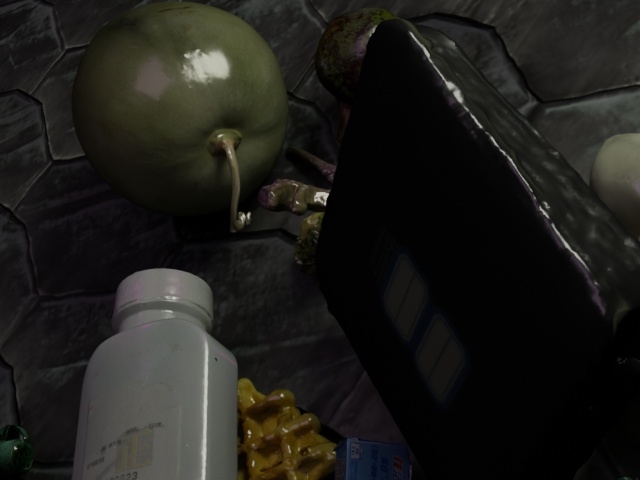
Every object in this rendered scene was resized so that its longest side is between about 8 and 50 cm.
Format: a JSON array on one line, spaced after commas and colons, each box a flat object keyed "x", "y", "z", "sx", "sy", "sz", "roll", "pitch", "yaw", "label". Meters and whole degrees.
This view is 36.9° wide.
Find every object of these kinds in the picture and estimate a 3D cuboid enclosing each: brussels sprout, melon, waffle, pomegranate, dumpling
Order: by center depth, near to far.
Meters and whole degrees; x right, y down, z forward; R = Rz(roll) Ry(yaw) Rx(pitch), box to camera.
[{"x": 0.288, "y": -0.029, "z": 0.865, "sx": 0.169, "sy": 0.099, "sz": 0.134, "roll": 23, "pitch": 89, "yaw": 53, "label": "dumpling"}, {"x": -0.113, "y": 0.273, "z": 0.965, "sx": 0.309, "sy": 0.065, "sz": 0.283, "roll": 12, "pitch": 66, "yaw": 40, "label": "waffle"}, {"x": 0.000, "y": 0.000, "z": 1.075, "sx": 0.085, "sy": 0.058, "sz": 0.085, "roll": -16, "pitch": 66, "yaw": 38, "label": "brussels sprout"}, {"x": 0.052, "y": -0.194, "z": 1.126, "sx": 0.163, "sy": 0.138, "sz": 0.126, "roll": -54, "pitch": 51, "yaw": 34, "label": "pomegranate"}, {"x": -0.172, "y": -0.160, "z": 1.154, "sx": 0.308, "sy": 0.272, "sz": 0.272, "roll": 5, "pitch": 64, "yaw": 46, "label": "melon"}]

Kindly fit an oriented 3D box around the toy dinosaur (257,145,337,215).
[{"x": 0.034, "y": -0.065, "z": 1.067, "sx": 0.199, "sy": 0.072, "sz": 0.251, "roll": 11, "pitch": 29, "yaw": 6, "label": "toy dinosaur"}]

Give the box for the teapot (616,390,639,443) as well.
[{"x": 0.333, "y": 0.054, "z": 0.761, "sx": 0.251, "sy": 0.183, "sz": 0.183, "roll": -43, "pitch": 47, "yaw": -13, "label": "teapot"}]

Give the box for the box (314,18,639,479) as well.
[{"x": 0.109, "y": 0.039, "z": 0.798, "sx": 0.091, "sy": 0.359, "sz": 0.350, "roll": -14, "pitch": 53, "yaw": -24, "label": "box"}]

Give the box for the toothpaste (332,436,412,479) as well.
[{"x": 0.040, "y": 0.310, "z": 0.822, "sx": 0.066, "sy": 0.053, "sz": 0.272, "roll": 9, "pitch": 63, "yaw": -10, "label": "toothpaste"}]

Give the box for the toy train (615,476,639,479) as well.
[{"x": 0.240, "y": 0.231, "z": 0.715, "sx": 0.099, "sy": 0.172, "sz": 0.070, "roll": -13, "pitch": 41, "yaw": -28, "label": "toy train"}]

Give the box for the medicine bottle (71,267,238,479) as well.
[{"x": -0.162, "y": 0.176, "z": 0.950, "sx": 0.161, "sy": 0.111, "sz": 0.296, "roll": -21, "pitch": 51, "yaw": 19, "label": "medicine bottle"}]

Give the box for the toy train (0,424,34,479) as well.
[{"x": -0.464, "y": 0.308, "z": 1.127, "sx": 0.300, "sy": 0.120, "sz": 0.202, "roll": -11, "pitch": 60, "yaw": 26, "label": "toy train"}]
